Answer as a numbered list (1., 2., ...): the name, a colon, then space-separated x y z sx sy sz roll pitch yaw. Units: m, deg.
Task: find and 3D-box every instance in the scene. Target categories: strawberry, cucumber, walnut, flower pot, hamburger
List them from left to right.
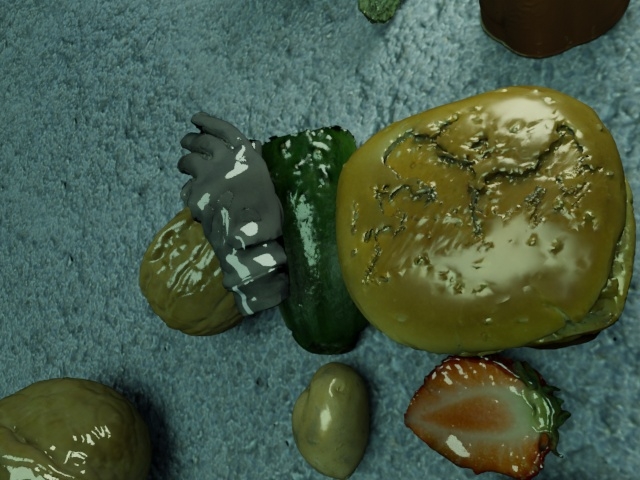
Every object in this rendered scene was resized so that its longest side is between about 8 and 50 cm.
1. walnut: -0.423 0.374 0.753 0.312 0.277 0.252 10 117 26
2. walnut: -0.165 0.037 0.710 0.213 0.213 0.214 -5 79 28
3. cucumber: -0.001 0.000 0.653 0.105 0.145 0.326 -19 74 57
4. hamburger: 0.172 -0.017 0.518 0.304 0.174 0.285 -13 66 27
5. strawberry: 0.189 0.203 0.543 0.186 0.082 0.147 -20 74 32
6. flower pot: 0.269 -0.345 0.540 0.190 0.173 0.191 -6 76 27

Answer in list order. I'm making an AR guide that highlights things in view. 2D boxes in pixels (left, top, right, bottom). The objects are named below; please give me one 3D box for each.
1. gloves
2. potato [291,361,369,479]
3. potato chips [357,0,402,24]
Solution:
1. gloves: -0.105 -0.045 0.593 0.286 0.142 0.119 60 139 16
2. potato: 0.015 0.238 0.622 0.111 0.112 0.147 5 81 30
3. potato chips: 0.114 -0.430 0.655 0.228 0.167 0.059 -45 22 11
